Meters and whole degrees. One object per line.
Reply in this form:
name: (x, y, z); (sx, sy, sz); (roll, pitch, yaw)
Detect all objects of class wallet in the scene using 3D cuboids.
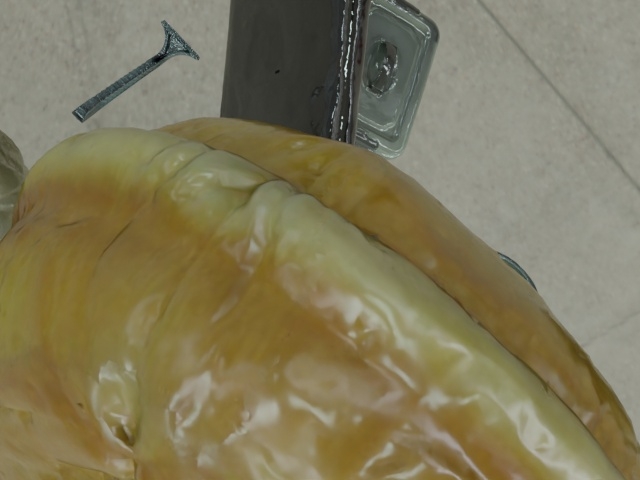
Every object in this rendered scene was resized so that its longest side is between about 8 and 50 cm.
wallet: (-0.026, -0.173, 0.963); (0.051, 0.197, 0.377); (3, 95, -39)

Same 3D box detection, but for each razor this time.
razor: (-0.228, -0.194, 1.254); (0.066, 0.190, 0.033); (46, 142, -4)

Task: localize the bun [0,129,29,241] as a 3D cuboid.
bun: (-0.335, -0.040, 0.897); (0.173, 0.113, 0.166); (-10, 126, -21)

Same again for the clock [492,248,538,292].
clock: (0.142, 0.112, 1.093); (0.226, 0.049, 0.226); (-6, 103, -29)

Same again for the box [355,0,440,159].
box: (0.059, -0.233, 1.452); (0.162, 0.227, 0.130); (25, 165, -27)

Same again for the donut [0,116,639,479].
donut: (-0.017, 0.132, 0.569); (0.449, 0.198, 0.449); (29, 145, 23)
